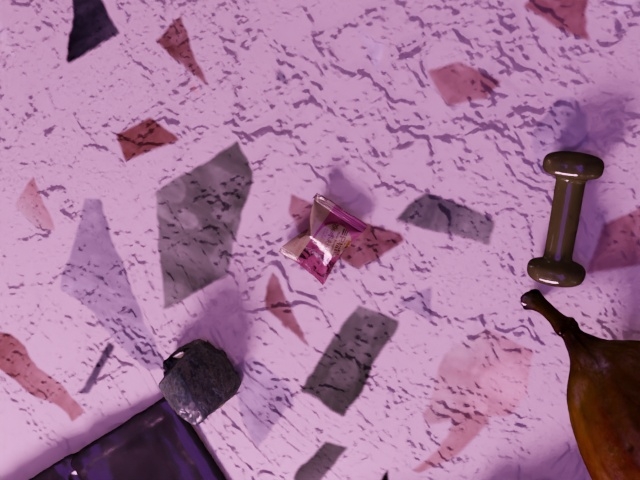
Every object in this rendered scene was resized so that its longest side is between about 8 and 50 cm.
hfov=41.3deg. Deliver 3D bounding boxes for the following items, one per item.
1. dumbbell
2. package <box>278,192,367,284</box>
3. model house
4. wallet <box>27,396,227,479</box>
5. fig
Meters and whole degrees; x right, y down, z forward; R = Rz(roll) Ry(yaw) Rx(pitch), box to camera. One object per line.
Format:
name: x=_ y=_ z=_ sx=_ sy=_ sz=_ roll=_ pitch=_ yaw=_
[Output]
dumbbell: x=0.213 y=-0.019 z=0.740 sx=0.052 sy=0.046 sz=0.118 roll=10 pitch=104 yaw=23
package: x=0.000 y=0.000 z=0.827 sx=0.059 sy=0.029 sz=0.083 roll=36 pitch=120 yaw=2
model house: x=-0.134 y=0.148 z=0.873 sx=0.079 sy=0.083 sz=0.066 roll=47 pitch=113 yaw=4
wallet: x=-0.227 y=0.352 z=0.967 sx=0.323 sy=0.041 sz=0.247 roll=-33 pitch=89 yaw=18
fig: x=0.265 y=0.143 z=0.712 sx=0.145 sy=0.170 sz=0.274 roll=-37 pitch=67 yaw=3
